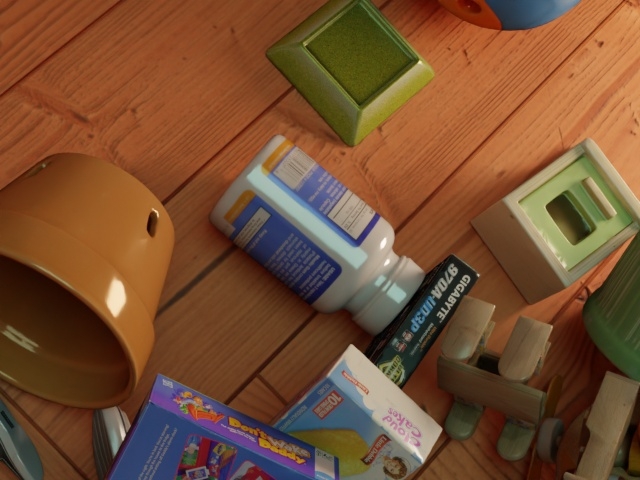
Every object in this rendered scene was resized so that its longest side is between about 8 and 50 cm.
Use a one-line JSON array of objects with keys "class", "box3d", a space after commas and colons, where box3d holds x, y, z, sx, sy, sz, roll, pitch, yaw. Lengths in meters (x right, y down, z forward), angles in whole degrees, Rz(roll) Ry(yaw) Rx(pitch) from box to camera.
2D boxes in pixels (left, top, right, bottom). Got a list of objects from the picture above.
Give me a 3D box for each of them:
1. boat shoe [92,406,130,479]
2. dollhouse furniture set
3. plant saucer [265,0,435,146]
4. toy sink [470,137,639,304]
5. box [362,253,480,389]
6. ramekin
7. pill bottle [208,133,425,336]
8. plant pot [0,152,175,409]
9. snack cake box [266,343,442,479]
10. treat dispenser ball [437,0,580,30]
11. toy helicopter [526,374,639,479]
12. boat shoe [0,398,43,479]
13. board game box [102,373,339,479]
[{"class": "boat shoe", "box3d": [-0.223, 0.307, 1.482, 0.075, 0.083, 0.226, -12, 90, -29]}, {"class": "dollhouse furniture set", "box3d": [0.250, 0.223, 1.498, 0.242, 0.212, 0.161, 19, 58, 19]}, {"class": "plant saucer", "box3d": [0.051, -0.262, 1.730, 0.188, 0.045, 0.188, -42, 89, -22]}, {"class": "toy sink", "box3d": [0.361, -0.043, 1.709, 0.234, 0.131, 0.153, -33, 86, -22]}, {"class": "box", "box3d": [0.105, 0.133, 1.563, 0.051, 0.175, 0.220, 37, 68, 0]}, {"class": "ramekin", "box3d": [0.521, 0.102, 1.614, 0.303, 0.303, 0.148, 19, 115, -9]}, {"class": "pill bottle", "box3d": [0.000, 0.000, 1.585, 0.272, 0.152, 0.152, 40, 68, -3]}, {"class": "plant pot", "box3d": [-0.304, 0.035, 1.438, 0.290, 0.291, 0.203, 32, 52, -5]}, {"class": "snack cake box", "box3d": [-0.001, 0.268, 1.452, 0.152, 0.264, 0.089, 43, 30, 1]}, {"class": "treat dispenser ball", "box3d": [0.270, -0.444, 1.714, 0.288, 0.288, 0.288, 4, 74, -15]}, {"class": "toy helicopter", "box3d": [0.323, 0.319, 1.576, 0.355, 0.140, 0.235, -36, 43, -19]}, {"class": "boat shoe", "box3d": [-0.389, 0.241, 1.467, 0.040, 0.049, 0.142, -34, 87, 12]}, {"class": "board game box", "box3d": [-0.160, 0.356, 1.377, 0.233, 0.078, 0.347, 27, 105, -7]}]
